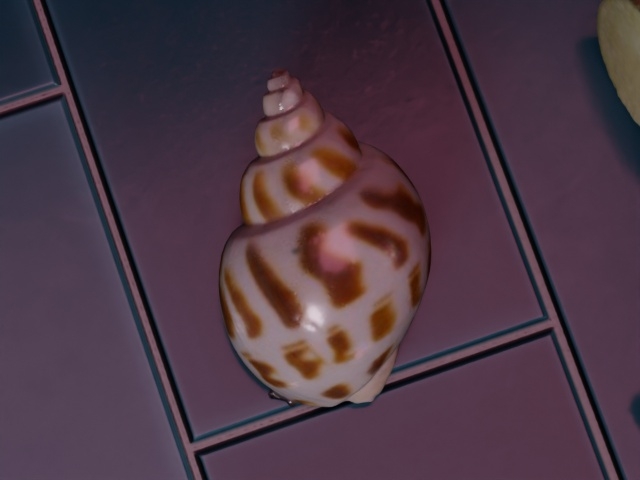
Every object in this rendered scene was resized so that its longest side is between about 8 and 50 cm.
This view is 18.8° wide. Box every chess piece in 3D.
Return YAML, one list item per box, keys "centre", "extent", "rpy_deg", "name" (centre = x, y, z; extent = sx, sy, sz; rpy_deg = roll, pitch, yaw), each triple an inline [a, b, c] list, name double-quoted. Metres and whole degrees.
- centre: [0.382, -0.190, 1.661]
  extent: [0.251, 0.144, 0.144]
  rpy_deg: [-23, 81, -12]
  name: "chess piece"

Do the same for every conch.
- centre: [0.000, 0.000, 1.598]
  extent: [0.182, 0.149, 0.275]
  rpy_deg: [-15, 83, -9]
  name: "conch"
